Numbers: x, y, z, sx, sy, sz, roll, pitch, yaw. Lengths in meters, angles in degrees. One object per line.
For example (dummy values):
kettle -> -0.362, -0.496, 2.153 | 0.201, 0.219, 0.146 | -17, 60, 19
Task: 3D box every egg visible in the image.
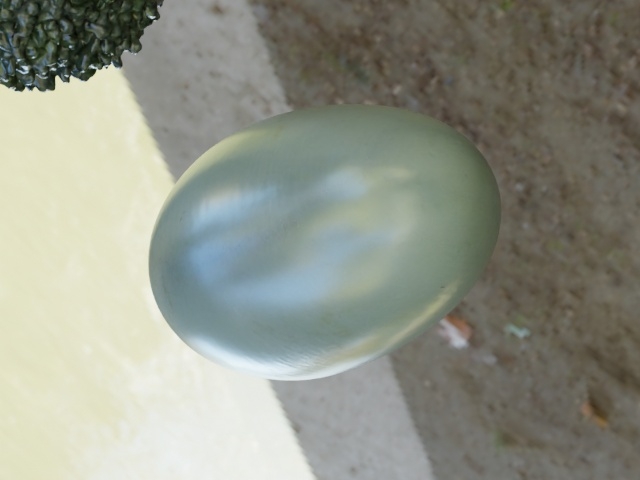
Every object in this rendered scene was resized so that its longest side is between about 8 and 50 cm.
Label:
egg -> 0.000, 0.000, 1.253 | 0.371, 0.230, 0.230 | -19, 117, 45

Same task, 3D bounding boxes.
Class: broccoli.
broccoli -> -0.249, -0.245, 1.097 | 0.263, 0.247, 0.243 | 48, -179, -31
